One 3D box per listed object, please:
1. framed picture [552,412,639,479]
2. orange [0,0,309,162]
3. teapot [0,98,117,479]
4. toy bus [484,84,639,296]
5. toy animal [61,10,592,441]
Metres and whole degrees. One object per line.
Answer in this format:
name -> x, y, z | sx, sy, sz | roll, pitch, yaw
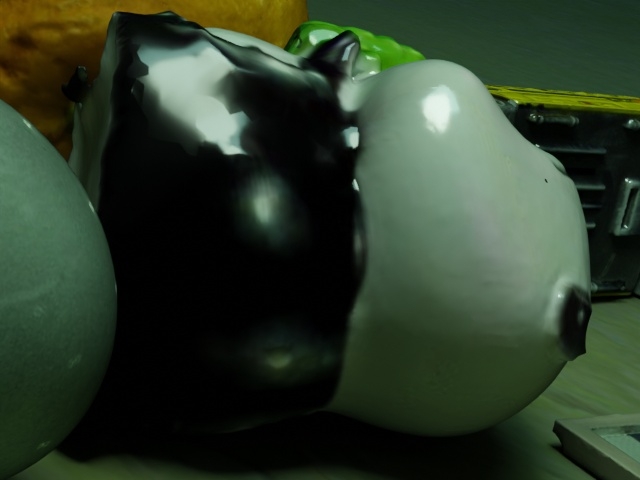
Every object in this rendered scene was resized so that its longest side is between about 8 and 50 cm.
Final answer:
framed picture -> 0.288, 0.134, 0.812 | 0.281, 0.019, 0.209 | 0, 20, -33
orange -> -0.137, -0.148, 1.050 | 0.261, 0.261, 0.261 | 10, 17, -3
teapot -> -0.185, 0.049, 0.555 | 0.183, 0.183, 0.251 | 14, 29, 8
toy bus -> 0.146, -0.040, 1.077 | 0.330, 0.144, 0.152 | 0, 20, -36
toy animal -> 0.001, -0.009, 0.769 | 0.267, 0.212, 0.212 | 2, 19, -18
